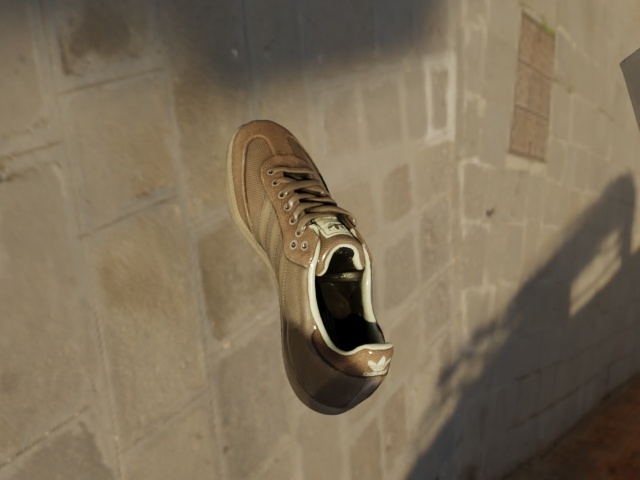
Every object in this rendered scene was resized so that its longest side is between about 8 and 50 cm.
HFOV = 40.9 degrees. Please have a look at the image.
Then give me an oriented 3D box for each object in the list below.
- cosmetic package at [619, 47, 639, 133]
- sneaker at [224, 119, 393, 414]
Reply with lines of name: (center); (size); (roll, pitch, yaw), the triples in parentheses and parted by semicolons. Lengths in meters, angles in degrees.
cosmetic package: (0.235, -0.088, 0.421); (0.239, 0.060, 0.099); (121, -41, -80)
sneaker: (0.000, 0.000, 0.489); (0.066, 0.071, 0.189); (-5, 65, -33)
